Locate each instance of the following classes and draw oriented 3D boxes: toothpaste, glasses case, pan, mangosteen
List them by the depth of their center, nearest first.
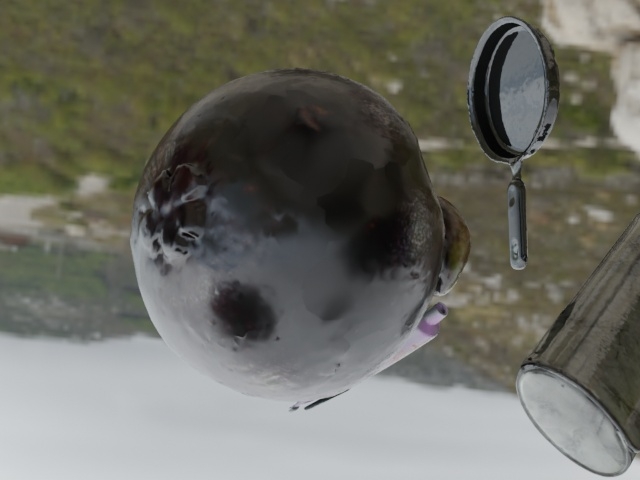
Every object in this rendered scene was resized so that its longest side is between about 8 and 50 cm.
[{"bbox_3d":[0.000,0.000,1.001,0.265,0.228,0.228,9,175,-40],"label":"mangosteen"},{"bbox_3d":[0.038,0.090,1.115,0.170,0.028,0.045,-38,174,40],"label":"toothpaste"},{"bbox_3d":[0.255,0.075,1.205,0.060,0.114,0.299,-48,176,37],"label":"glasses case"},{"bbox_3d":[0.180,-0.088,1.330,0.028,0.235,0.136,2,168,-24],"label":"pan"}]
